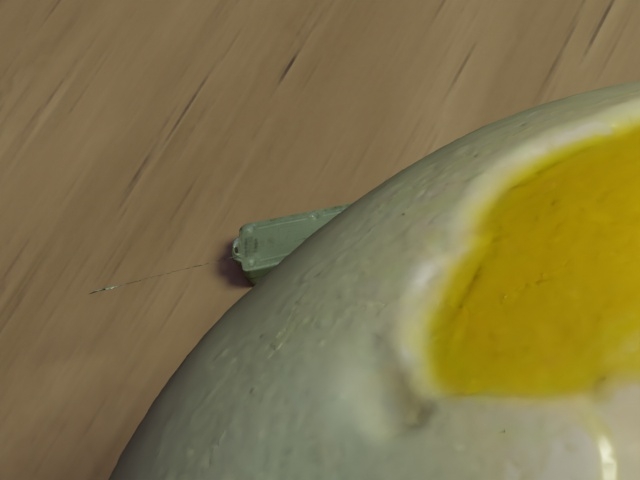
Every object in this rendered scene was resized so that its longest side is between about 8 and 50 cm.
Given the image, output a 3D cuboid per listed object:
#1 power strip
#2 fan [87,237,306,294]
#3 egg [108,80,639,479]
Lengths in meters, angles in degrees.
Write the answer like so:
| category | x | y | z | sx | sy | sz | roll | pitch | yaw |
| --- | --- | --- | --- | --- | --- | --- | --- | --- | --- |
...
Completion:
| category | x | y | z | sx | sy | sz | roll | pitch | yaw |
| --- | --- | --- | --- | --- | --- | --- | --- | --- | --- |
| power strip | 0.000 | 0.000 | 0.739 | 0.083 | 0.017 | 0.027 | -11 | 57 | 8 |
| fan | 0.042 | -0.016 | 0.668 | 0.310 | 0.182 | 0.010 | -14 | 94 | 11 |
| egg | 0.076 | 0.109 | 0.490 | 0.345 | 0.283 | 0.283 | -26 | 55 | 7 |
